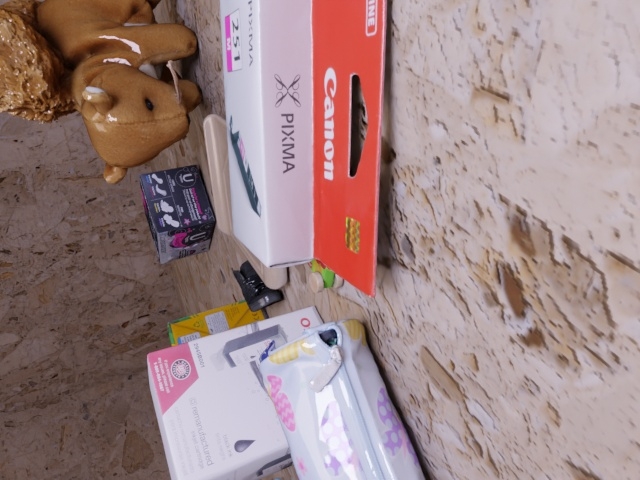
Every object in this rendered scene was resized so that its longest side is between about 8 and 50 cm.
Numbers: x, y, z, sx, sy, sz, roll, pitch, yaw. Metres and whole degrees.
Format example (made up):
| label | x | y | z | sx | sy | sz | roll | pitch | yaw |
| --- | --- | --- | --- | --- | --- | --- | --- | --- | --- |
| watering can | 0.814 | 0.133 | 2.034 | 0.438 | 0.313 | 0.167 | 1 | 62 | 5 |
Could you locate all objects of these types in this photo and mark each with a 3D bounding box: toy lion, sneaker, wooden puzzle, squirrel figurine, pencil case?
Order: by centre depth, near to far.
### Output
| label | x | y | z | sx | sy | sz | roll | pitch | yaw |
| --- | --- | --- | --- | --- | --- | --- | --- | --- | --- |
| pencil case | 0.039 | 0.211 | 0.428 | 0.124 | 0.113 | 0.273 | -48 | 59 | 48 |
| toy lion | 0.000 | 0.000 | 0.501 | 0.100 | 0.034 | 0.096 | 50 | 140 | 47 |
| wooden puzzle | -0.114 | -0.069 | 0.719 | 0.238 | 0.044 | 0.221 | 37 | 136 | 50 |
| sneaker | -0.114 | 0.073 | 0.784 | 0.089 | 0.051 | 0.170 | 69 | 161 | 4 |
| squirrel figurine | -0.408 | -0.278 | 0.814 | 0.281 | 0.396 | 0.371 | 114 | 145 | -51 |

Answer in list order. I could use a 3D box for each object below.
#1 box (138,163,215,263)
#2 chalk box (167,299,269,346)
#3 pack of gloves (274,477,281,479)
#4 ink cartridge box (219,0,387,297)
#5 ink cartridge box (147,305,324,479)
| label | x | y | z | sx | sy | sz | roll | pitch | yaw |
| --- | --- | --- | --- | --- | --- | --- | --- | --- | --- |
| box | -0.365 | -0.060 | 1.185 | 0.164 | 0.142 | 0.247 | 69 | 158 | 12 |
| chalk box | -0.187 | 0.270 | 0.916 | 0.180 | 0.179 | 0.289 | 64 | 155 | 27 |
| pack of gloves | -0.081 | 0.691 | 1.076 | 0.232 | 0.046 | 0.195 | 56 | 146 | 37 |
| ink cartridge box | -0.031 | -0.107 | 0.427 | 0.239 | 0.060 | 0.276 | -148 | 54 | -61 |
| ink cartridge box | -0.076 | 0.187 | 0.548 | 0.159 | 0.217 | 0.092 | 59 | 148 | 33 |
